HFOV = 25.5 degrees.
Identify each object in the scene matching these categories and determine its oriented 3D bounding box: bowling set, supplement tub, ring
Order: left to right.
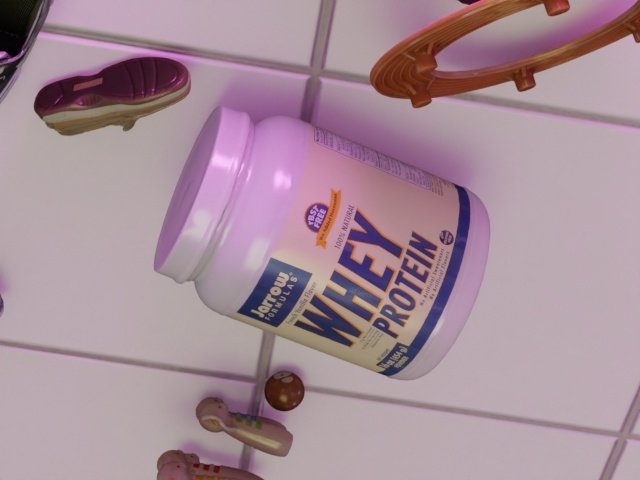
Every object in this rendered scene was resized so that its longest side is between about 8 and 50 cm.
[{"bbox_3d":[-0.122,0.253,1.879,0.154,0.200,0.287,20,171,-6],"label":"bowling set"},{"bbox_3d":[0.000,0.000,1.586,0.325,0.235,0.235,21,128,-13],"label":"supplement tub"},{"bbox_3d":[0.213,-0.196,1.392,0.336,0.336,0.032,-20,81,20],"label":"ring"}]

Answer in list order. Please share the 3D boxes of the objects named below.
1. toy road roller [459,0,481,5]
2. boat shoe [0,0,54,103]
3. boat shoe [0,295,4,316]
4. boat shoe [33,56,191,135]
[{"bbox_3d":[0.141,-0.397,1.276,0.240,0.202,0.329,29,128,-6],"label":"toy road roller"},{"bbox_3d":[-0.361,-0.229,1.499,0.121,0.119,0.335,24,127,-15],"label":"boat shoe"},{"bbox_3d":[-0.560,0.086,1.784,0.306,0.113,0.105,-11,121,10],"label":"boat shoe"},{"bbox_3d":[-0.224,-0.156,1.594,0.190,0.068,0.072,-6,142,22],"label":"boat shoe"}]
